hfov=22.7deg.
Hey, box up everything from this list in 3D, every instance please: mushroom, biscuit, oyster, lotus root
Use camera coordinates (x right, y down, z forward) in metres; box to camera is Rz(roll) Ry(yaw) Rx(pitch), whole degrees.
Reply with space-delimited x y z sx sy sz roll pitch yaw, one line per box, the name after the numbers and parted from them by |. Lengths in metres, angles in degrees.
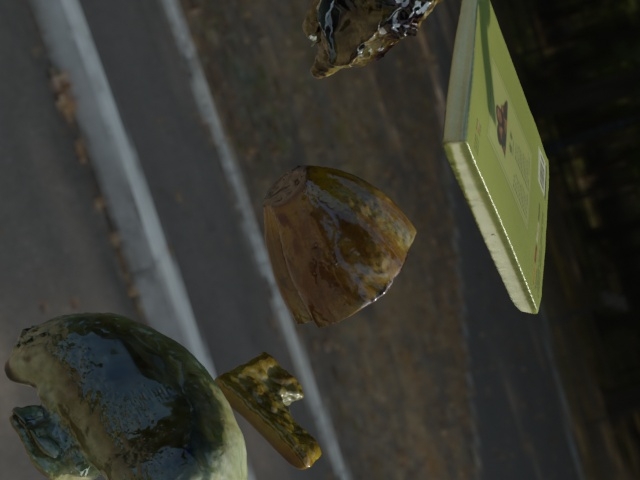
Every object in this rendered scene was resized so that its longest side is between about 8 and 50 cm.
-0.202 0.197 1.705 0.247 0.130 0.344 6 36 -37 | mushroom
-0.056 0.229 2.188 0.174 0.039 0.183 40 19 6 | biscuit
0.073 -0.355 2.183 0.221 0.361 0.096 38 34 -22 | oyster
-0.001 0.000 2.087 0.180 0.188 0.199 50 34 -18 | lotus root

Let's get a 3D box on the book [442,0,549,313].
0.206 -0.102 1.808 0.352 0.035 0.239 59 34 -51 | book
